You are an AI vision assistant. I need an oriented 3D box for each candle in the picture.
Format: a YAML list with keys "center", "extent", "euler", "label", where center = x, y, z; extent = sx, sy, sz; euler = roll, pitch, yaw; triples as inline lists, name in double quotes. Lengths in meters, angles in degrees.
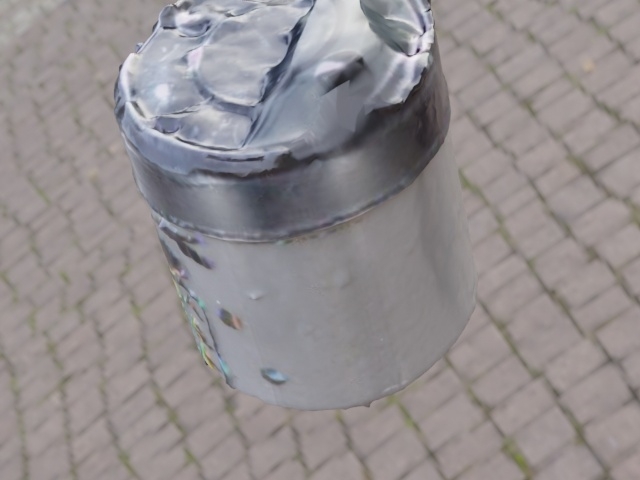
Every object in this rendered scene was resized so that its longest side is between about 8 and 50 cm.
- center: [0.000, 0.000, 1.041]
  extent: [0.187, 0.330, 0.187]
  euler: [-8, 45, 8]
  label: "candle"
